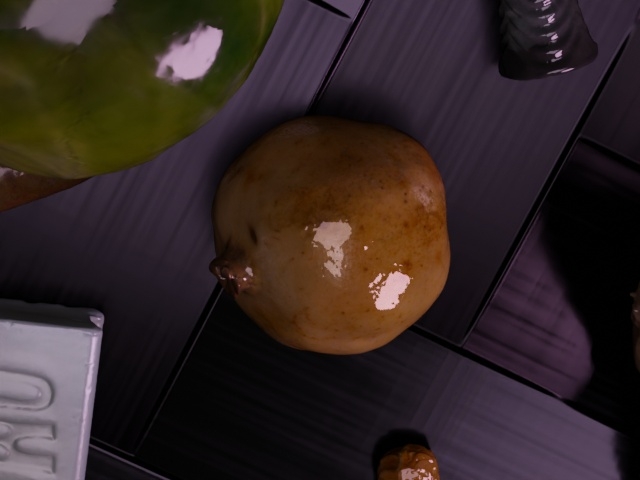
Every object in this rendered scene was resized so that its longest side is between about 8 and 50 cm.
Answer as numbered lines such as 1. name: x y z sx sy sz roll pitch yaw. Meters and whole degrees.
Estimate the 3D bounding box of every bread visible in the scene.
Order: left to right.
1. bread: 0.077 0.244 1.535 0.052 0.044 0.157 -5 102 2

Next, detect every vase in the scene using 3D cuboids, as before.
1. vase: 0.153 -0.245 1.405 0.115 0.115 0.237 -15 108 -2

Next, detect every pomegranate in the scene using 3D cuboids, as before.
1. pomegranate: 0.000 0.000 1.404 0.196 0.196 0.196 -1 103 -5

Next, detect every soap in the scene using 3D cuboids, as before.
1. soap: -0.241 0.150 1.471 0.119 0.066 0.198 7 102 -9

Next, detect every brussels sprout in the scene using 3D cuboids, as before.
1. brussels sprout: -0.190 -0.196 1.309 0.344 0.268 0.344 0 88 11

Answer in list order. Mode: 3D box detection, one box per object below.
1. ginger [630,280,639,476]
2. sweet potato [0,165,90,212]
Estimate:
1. ginger: 0.352 0.150 1.479 0.256 0.176 0.375 5 103 -23
2. sweet potato: -0.324 -0.071 1.411 0.346 0.079 0.108 17 72 -8
